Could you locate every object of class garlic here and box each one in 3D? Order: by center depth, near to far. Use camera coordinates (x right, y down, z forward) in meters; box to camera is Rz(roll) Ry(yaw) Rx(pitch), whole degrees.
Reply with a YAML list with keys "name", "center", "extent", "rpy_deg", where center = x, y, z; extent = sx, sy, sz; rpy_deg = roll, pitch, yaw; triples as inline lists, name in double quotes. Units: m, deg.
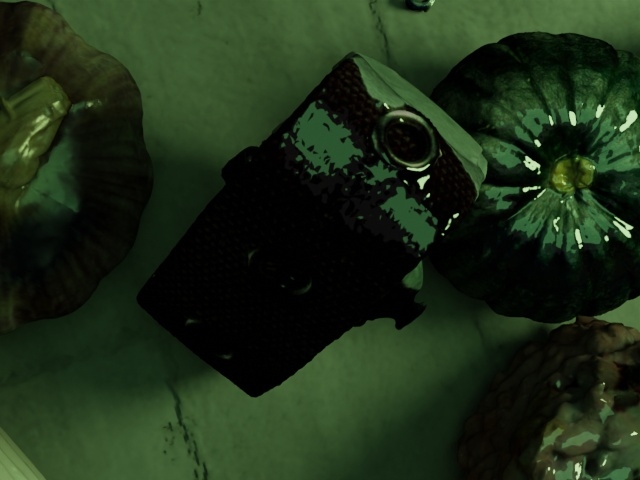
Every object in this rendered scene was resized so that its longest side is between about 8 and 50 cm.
- name: "garlic"
  center: [-0.231, -0.051, 0.826]
  extent: [0.245, 0.160, 0.244]
  rpy_deg: [-1, 94, -11]

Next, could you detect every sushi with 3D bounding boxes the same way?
- name: "sushi"
  center: [0.243, 0.195, 0.886]
  extent: [0.270, 0.171, 0.236]
  rpy_deg: [34, 81, -11]

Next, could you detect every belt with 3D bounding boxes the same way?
- name: "belt"
  center: [0.000, 0.000, 0.801]
  extent: [0.164, 0.289, 0.184]
  rpy_deg: [42, 57, -5]

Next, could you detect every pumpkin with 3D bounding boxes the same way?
- name: "pumpkin"
  center: [0.170, -0.047, 0.894]
  extent: [0.221, 0.162, 0.220]
  rpy_deg: [0, 91, -1]

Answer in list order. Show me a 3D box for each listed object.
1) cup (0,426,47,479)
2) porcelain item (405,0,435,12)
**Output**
- name: "cup"
  center: [-0.348, 0.157, 0.740]
  extent: [0.273, 0.208, 0.288]
  rpy_deg: [42, 92, 12]
- name: "porcelain item"
  center: [0.081, -0.258, 0.964]
  extent: [0.075, 0.021, 0.136]
  rpy_deg: [26, 82, -7]
